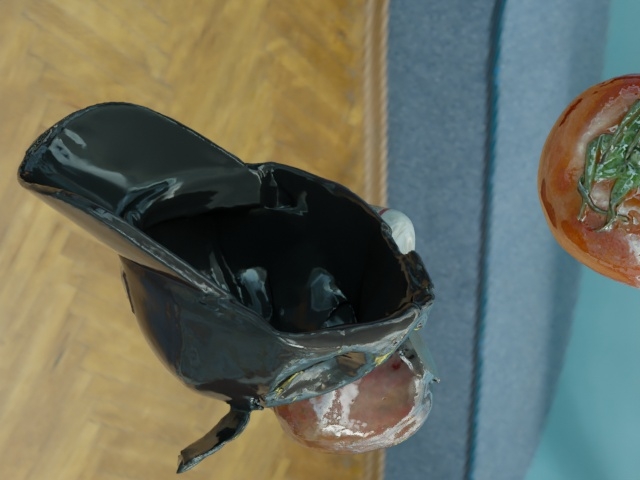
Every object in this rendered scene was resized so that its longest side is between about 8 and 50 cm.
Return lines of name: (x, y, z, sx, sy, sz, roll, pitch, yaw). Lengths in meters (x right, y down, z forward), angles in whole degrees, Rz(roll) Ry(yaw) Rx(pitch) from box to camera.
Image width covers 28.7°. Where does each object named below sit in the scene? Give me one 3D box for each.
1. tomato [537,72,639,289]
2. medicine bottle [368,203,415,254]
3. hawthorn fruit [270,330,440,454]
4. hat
tomato: (0.382, -0.067, 1.447, 0.224, 0.255, 0.256, 27, 86, -60)
medicine bottle: (0.000, 0.000, 1.773, 0.131, 0.250, 0.131, -38, 134, -54)
hawthorn fruit: (0.019, 0.167, 1.533, 0.249, 0.215, 0.215, -20, 131, -15)
hat: (-0.097, 0.044, 1.016, 0.238, 0.336, 0.209, -79, -168, -57)
